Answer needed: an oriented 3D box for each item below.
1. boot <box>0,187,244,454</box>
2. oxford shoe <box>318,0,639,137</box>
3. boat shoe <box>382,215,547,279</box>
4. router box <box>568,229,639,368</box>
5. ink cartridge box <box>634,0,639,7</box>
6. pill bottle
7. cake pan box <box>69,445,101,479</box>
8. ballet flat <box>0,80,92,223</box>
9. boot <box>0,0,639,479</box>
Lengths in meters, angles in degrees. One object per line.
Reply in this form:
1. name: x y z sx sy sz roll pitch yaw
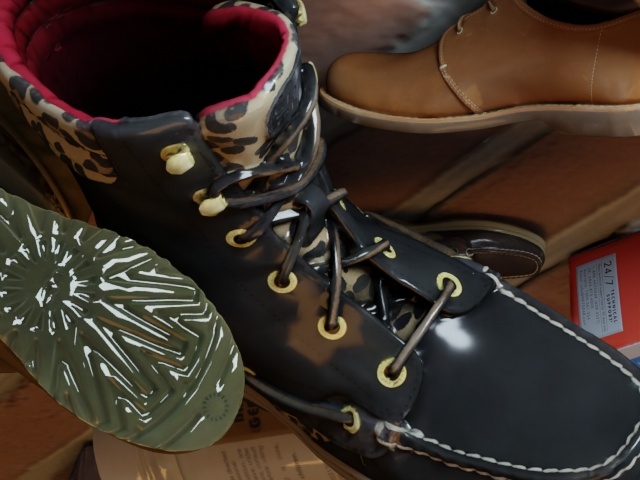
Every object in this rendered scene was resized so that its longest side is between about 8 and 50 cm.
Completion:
1. boot: -0.163 0.043 0.986 0.236 0.089 0.269 36 164 -3
2. oxford shoe: 0.092 -0.098 0.924 0.212 0.076 0.076 0 113 30
3. boat shoe: 0.069 0.017 1.127 0.152 0.049 0.056 1 149 0
4. router box: 0.380 0.066 1.163 0.301 0.082 0.335 -22 142 33
5. ink cartridge box: 0.267 -0.153 0.802 0.234 0.088 0.193 -19 144 32
6. pill bottle: -0.036 0.128 1.238 0.229 0.131 0.131 -11 147 20
7. cake pan box: -0.103 0.270 1.542 0.267 0.070 0.246 10 150 -15
8. ballet flat: -0.198 -0.060 0.991 0.080 0.073 0.232 -13 146 26
9. boot: 0.000 0.000 0.926 0.377 0.138 0.284 27 157 31
